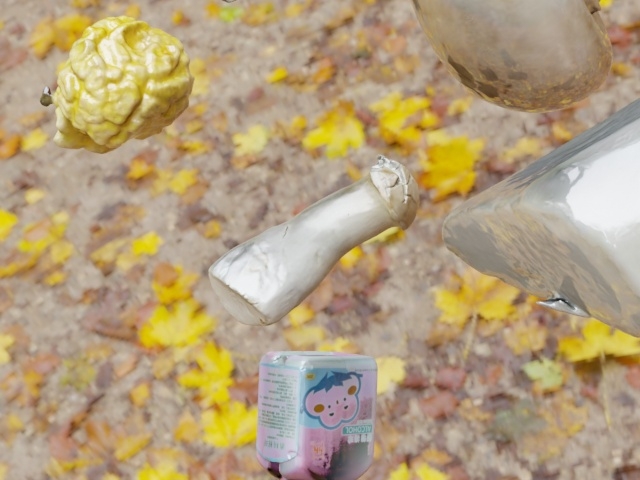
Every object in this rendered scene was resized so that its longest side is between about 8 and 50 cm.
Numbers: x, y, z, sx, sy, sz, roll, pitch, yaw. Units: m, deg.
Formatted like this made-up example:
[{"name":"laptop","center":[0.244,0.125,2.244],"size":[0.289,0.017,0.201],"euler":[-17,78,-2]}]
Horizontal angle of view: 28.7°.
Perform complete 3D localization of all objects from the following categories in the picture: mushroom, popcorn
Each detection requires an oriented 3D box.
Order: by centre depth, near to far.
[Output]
[{"name":"mushroom","center":[0.216,-0.083,0.618],"size":[0.329,0.122,0.159],"euler":[-41,44,-5]},{"name":"mushroom","center":[0.150,-0.198,0.873],"size":[0.209,0.206,0.206],"euler":[-32,45,-11]},{"name":"mushroom","center":[0.000,0.000,1.220],"size":[0.223,0.081,0.092],"euler":[-33,5,-13]},{"name":"popcorn","center":[-0.237,-0.178,1.474],"size":[0.170,0.180,0.180],"euler":[8,52,15]}]

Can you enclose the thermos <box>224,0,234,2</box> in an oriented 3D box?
[{"name":"thermos","center":[-0.019,-0.173,0.573],"size":[0.124,0.099,0.232],"euler":[-25,18,2]}]

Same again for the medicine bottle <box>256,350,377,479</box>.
[{"name":"medicine bottle","center":[-0.006,0.220,1.401],"size":[0.094,0.119,0.188],"euler":[1,88,52]}]
